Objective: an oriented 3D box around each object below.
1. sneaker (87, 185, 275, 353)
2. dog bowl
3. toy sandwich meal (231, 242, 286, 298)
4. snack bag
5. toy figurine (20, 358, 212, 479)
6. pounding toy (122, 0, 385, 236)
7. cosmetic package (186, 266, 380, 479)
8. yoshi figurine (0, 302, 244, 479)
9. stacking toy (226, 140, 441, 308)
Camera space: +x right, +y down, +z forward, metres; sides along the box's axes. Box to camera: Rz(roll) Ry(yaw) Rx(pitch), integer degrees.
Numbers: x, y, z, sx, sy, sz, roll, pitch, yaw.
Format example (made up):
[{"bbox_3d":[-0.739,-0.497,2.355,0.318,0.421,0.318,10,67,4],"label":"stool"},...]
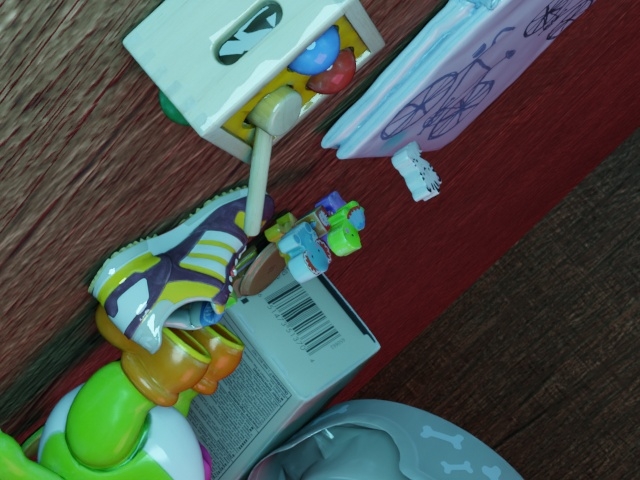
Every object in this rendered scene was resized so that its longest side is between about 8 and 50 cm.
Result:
[{"bbox_3d":[-0.092,0.025,1.059,0.185,0.084,0.069,-32,166,-37],"label":"sneaker"},{"bbox_3d":[0.092,0.311,1.404,0.102,0.348,0.349,-49,176,-39],"label":"dog bowl"},{"bbox_3d":[-0.060,0.021,1.307,0.085,0.029,0.085,-46,163,-18],"label":"toy sandwich meal"},{"bbox_3d":[0.172,-0.198,1.208,0.342,0.037,0.323,-44,169,19],"label":"snack bag"},{"bbox_3d":[-0.182,0.218,1.315,0.173,0.159,0.130,-37,168,-15],"label":"toy figurine"},{"bbox_3d":[-0.034,-0.090,0.763,0.141,0.100,0.130,-42,169,5],"label":"pounding toy"},{"bbox_3d":[-0.079,0.158,1.451,0.129,0.153,0.296,-30,166,-41],"label":"cosmetic package"},{"bbox_3d":[-0.236,0.193,1.150,0.362,0.203,0.203,-56,-152,7],"label":"yoshi figurine"},{"bbox_3d":[0.000,0.000,1.155,0.167,0.052,0.221,-29,-173,29],"label":"stacking toy"}]
